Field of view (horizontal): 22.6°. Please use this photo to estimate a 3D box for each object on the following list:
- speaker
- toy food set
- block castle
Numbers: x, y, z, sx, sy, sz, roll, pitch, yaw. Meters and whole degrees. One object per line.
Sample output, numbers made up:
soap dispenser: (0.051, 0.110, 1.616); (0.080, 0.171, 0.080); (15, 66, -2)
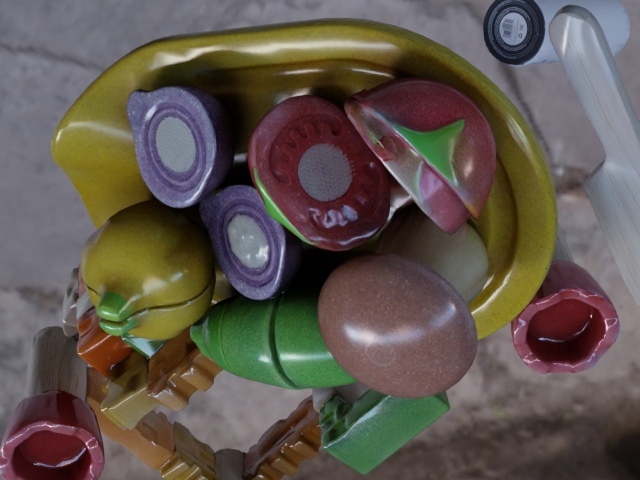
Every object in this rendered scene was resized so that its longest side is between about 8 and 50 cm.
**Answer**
speaker: (0.182, -0.161, 1.222); (0.055, 0.136, 0.055); (7, 101, 38)
toy food set: (0.000, 0.000, 0.513); (0.218, 0.071, 0.128); (-4, 121, 29)
block castle: (-0.018, 0.097, 1.311); (0.453, 0.213, 0.303); (-40, 119, 19)
